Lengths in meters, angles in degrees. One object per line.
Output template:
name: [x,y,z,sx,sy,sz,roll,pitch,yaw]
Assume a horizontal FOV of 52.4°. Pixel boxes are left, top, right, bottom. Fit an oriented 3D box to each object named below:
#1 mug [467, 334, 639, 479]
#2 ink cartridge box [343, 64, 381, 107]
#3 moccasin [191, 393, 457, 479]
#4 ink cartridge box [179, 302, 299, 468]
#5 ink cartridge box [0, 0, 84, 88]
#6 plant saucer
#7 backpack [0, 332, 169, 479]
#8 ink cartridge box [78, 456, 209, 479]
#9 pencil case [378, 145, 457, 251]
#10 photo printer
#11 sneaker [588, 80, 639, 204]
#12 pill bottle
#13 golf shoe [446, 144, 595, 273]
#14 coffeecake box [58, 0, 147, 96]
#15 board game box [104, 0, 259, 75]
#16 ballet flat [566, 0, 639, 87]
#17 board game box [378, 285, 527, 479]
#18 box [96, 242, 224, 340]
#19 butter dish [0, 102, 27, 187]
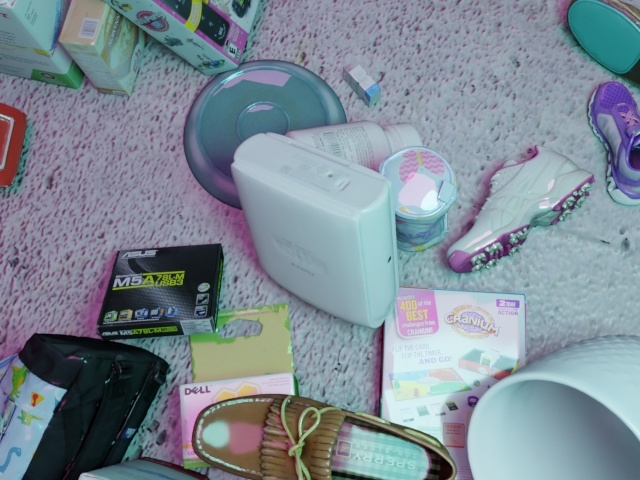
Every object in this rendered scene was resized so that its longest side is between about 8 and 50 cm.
mug: [0.416,0.319,0.944,0.276,0.328,0.374,19,113,44]
ink cartridge box: [0.079,-0.301,1.245,0.028,0.048,0.083,-38,77,-8]
moccasin: [0.005,0.304,0.937,0.380,0.147,0.139,16,73,-3]
ink cartridge box: [-0.134,0.233,1.081,0.189,0.097,0.255,-7,75,0]
ink cartridge box: [-0.565,-0.407,1.177,0.201,0.278,0.117,13,76,5]
plant saucer: [-0.106,-0.210,1.230,0.318,0.043,0.317,0,75,1]
backpack: [-0.425,0.320,0.993,0.273,0.290,0.355,12,82,14]
ink cartridge box: [-0.273,0.440,0.920,0.131,0.306,0.226,18,75,6]
pencil case: [0.155,-0.058,1.064,0.124,0.273,0.113,38,85,14]
photo printer: [0.000,0.000,1.025,0.256,0.307,0.107,26,57,28]
sneaker: [0.558,-0.188,1.170,0.095,0.104,0.236,-8,73,1]
pill bottle: [0.056,-0.141,1.141,0.229,0.131,0.131,-12,74,-20]
golf shoe: [0.329,-0.056,1.149,0.306,0.115,0.140,-32,65,-13]
coffeecake box: [-0.397,-0.377,1.211,0.068,0.185,0.142,9,76,6]
board game box: [-0.254,-0.480,1.179,0.097,0.303,0.224,0,70,43]
ballet flat: [0.618,-0.350,1.217,0.348,0.123,0.123,44,80,13]
board game box: [0.218,0.240,1.083,0.242,0.064,0.316,4,75,3]
box: [-0.266,0.084,1.109,0.191,0.045,0.184,-4,44,1]
butter dish: [-0.649,-0.181,1.208,0.160,0.118,0.160,16,71,-37]
